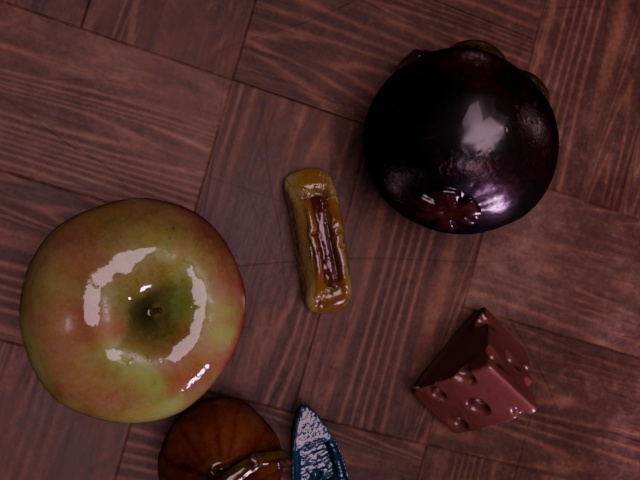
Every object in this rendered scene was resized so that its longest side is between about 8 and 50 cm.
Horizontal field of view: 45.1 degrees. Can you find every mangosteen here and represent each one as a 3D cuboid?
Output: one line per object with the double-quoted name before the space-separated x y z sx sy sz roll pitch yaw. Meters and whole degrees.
"mangosteen" 0.227 -0.177 1.229 0.306 0.307 0.347 28 54 -12

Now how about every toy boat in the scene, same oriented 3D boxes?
"toy boat" -0.001 0.407 1.270 0.096 0.062 0.299 -13 94 -13

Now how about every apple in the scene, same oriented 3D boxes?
"apple" -0.267 0.097 1.104 0.319 0.277 0.319 -2 94 -23

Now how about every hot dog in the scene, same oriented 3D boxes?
"hot dog" 0.000 0.000 1.267 0.084 0.073 0.243 -9 92 -19

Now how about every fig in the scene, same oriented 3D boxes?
"fig" -0.146 0.336 1.171 0.205 0.205 0.205 0 90 -14

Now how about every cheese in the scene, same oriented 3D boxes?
"cheese" 0.278 0.204 1.298 0.128 0.203 0.177 41 52 -8
